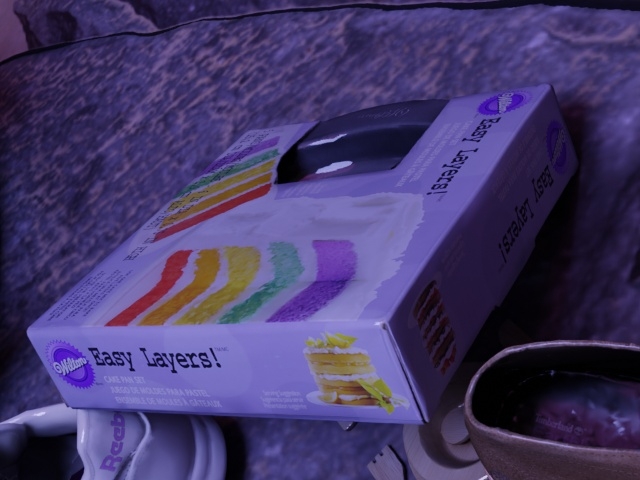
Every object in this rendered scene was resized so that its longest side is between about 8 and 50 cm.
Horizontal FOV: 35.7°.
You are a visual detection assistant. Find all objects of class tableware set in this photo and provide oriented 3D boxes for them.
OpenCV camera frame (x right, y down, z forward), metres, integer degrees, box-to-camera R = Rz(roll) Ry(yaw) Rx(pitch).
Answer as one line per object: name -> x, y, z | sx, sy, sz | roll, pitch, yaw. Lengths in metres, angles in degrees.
tableware set -> 0.055, 0.078, 0.607 | 0.128, 0.039, 0.194 | -47, 48, 5

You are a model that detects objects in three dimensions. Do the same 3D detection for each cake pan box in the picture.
cake pan box -> 0.000, 0.000, 0.595 | 0.246, 0.070, 0.267 | -2, 31, 35

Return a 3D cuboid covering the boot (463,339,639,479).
boot -> 0.207, 0.102, 0.419 | 0.305, 0.115, 0.112 | 5, 67, 24

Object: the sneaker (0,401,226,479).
sneaker -> -0.218, 0.172, 0.681 | 0.305, 0.152, 0.114 | -28, 55, 23
